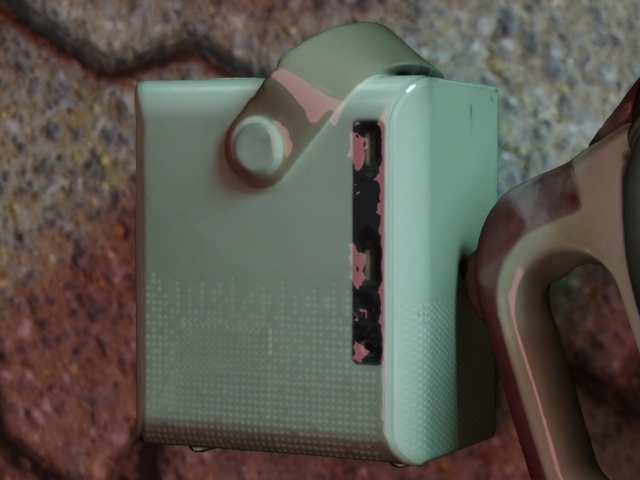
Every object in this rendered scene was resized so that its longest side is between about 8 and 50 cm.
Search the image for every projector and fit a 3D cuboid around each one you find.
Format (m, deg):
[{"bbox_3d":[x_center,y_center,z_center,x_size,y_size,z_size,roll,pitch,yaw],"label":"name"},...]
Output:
[{"bbox_3d":[0.000,0.000,0.950,0.177,0.163,0.242,2,94,24],"label":"projector"}]

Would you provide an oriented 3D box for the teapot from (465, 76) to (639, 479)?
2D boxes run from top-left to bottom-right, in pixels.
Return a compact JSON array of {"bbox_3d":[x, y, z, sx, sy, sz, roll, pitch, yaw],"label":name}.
[{"bbox_3d":[0.229,0.039,0.818,0.315,0.233,0.312,-33,68,24],"label":"teapot"}]
